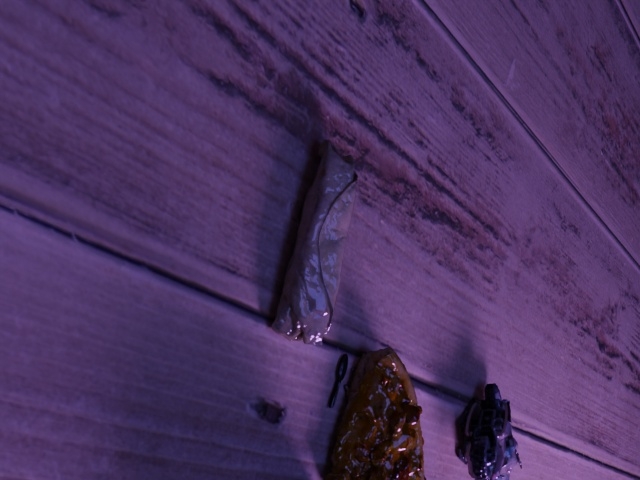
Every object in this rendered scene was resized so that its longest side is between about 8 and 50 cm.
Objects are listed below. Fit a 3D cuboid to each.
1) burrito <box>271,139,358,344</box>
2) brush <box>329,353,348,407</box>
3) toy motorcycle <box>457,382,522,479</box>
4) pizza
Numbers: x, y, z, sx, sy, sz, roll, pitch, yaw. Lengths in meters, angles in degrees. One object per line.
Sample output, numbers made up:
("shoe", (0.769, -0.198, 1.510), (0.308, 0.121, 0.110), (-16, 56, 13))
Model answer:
("burrito", (0.000, 0.000, 1.262), (0.082, 0.059, 0.275), (27, 70, -40))
("brush", (0.026, 0.201, 1.367), (0.024, 0.008, 0.083), (52, 51, -51))
("toy motorcycle", (0.318, 0.400, 1.751), (0.239, 0.108, 0.204), (-38, 124, -50))
("pizza", (0.090, 0.325, 1.413), (0.226, 0.086, 0.335), (-25, 115, -56))
